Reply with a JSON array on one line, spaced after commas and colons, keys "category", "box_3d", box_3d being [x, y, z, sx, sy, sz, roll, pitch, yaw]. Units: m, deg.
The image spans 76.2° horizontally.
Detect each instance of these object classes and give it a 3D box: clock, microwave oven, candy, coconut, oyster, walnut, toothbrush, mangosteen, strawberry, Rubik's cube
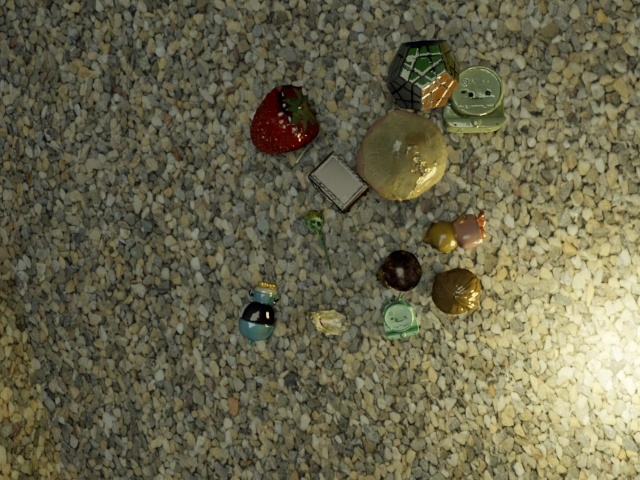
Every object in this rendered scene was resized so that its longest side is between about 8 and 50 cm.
[{"category": "clock", "box_3d": [0.366, 0.357, 1.932, 0.160, 0.066, 0.210, -16, 89, 8]}, {"category": "microwave oven", "box_3d": [0.081, -0.260, 1.897, 0.247, 0.178, 0.188, 45, 97, 5]}, {"category": "candy", "box_3d": [0.000, 0.000, 1.976, 0.091, 0.083, 0.305, -20, 98, -28]}, {"category": "clock", "box_3d": [0.688, -0.650, 1.828, 0.266, 0.108, 0.323, 0, 91, 9]}, {"category": "coconut", "box_3d": [0.351, -0.361, 1.762, 0.406, 0.404, 0.403, 0, 92, 9]}, {"category": "oyster", "box_3d": [0.036, 0.400, 1.987, 0.209, 0.072, 0.132, -1, 85, -11]}, {"category": "walnut", "box_3d": [0.602, 0.226, 1.814, 0.228, 0.228, 0.227, 0, 92, 9]}, {"category": "toothbrush", "box_3d": [-0.060, -0.455, 1.993, 0.022, 0.017, 0.204, 36, 96, -5]}, {"category": "mangosteen", "box_3d": [0.352, 0.146, 1.884, 0.217, 0.192, 0.192, -18, 89, 40]}, {"category": "strawberry", "box_3d": [-0.166, -0.554, 1.897, 0.310, 0.292, 0.291, -1, 92, 53]}, {"category": "Rubik's cube", "box_3d": [0.445, -0.719, 1.777, 0.320, 0.319, 0.263, -1, 121, 9]}]

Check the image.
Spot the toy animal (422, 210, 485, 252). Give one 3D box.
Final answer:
[{"category": "toy animal", "box_3d": [0.602, -0.026, 1.838, 0.282, 0.169, 0.195, -7, 126, 11]}]

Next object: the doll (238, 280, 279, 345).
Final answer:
[{"category": "doll", "box_3d": [-0.300, 0.360, 1.998, 0.177, 0.141, 0.313, 18, 81, -22]}]
